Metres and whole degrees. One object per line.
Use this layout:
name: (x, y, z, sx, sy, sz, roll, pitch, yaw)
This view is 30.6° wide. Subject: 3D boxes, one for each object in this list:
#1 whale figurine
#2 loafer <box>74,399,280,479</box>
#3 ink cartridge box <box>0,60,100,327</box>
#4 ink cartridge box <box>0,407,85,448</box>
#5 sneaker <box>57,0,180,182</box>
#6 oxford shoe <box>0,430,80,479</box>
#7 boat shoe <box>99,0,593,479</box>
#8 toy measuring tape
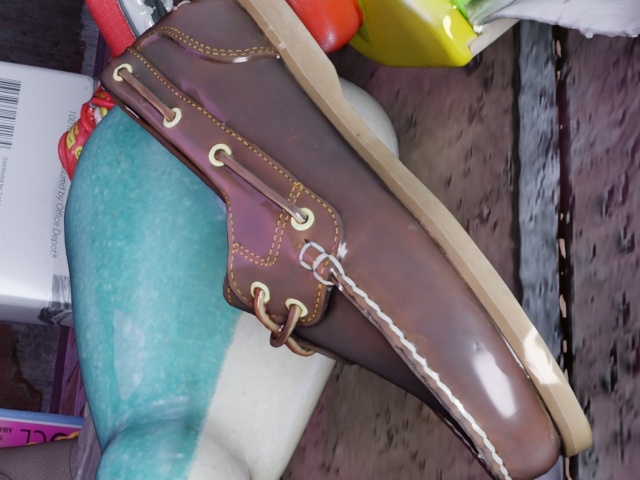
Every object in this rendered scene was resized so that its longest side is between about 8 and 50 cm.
whale figurine: (-0.059, 0.028, 0.506, 0.272, 0.141, 0.216, -72, 4, -47)
loafer: (-0.089, 0.131, 0.689, 0.111, 0.112, 0.319, -54, 18, 30)
ink cartridge box: (-0.225, -0.032, 0.973, 0.115, 0.272, 0.198, 139, 138, -70)
ink cartridge box: (-0.287, 0.346, 0.986, 0.151, 0.269, 0.396, 128, 148, -70)
sneaker: (-0.102, -0.068, 0.689, 0.279, 0.118, 0.107, 75, -173, -61)
oxford shoe: (-0.191, 0.192, 0.827, 0.363, 0.130, 0.133, 23, 79, 39)
boat shoe: (0.000, 0.000, 0.377, 0.207, 0.073, 0.073, 53, 170, 30)
toy measuring tape: (0.034, -0.118, 0.373, 0.330, 0.121, 0.121, -150, 69, -74)
